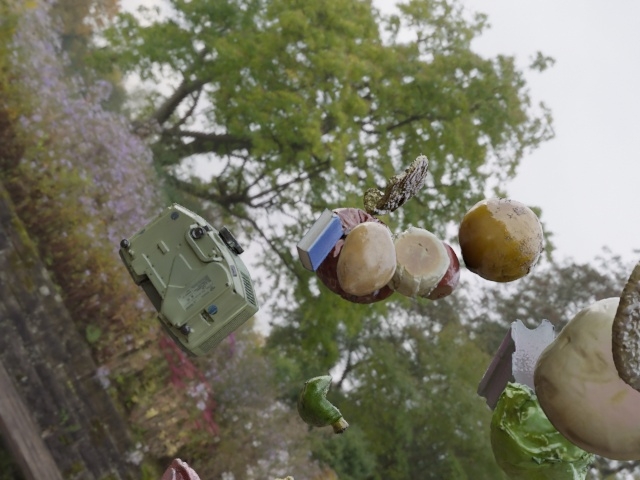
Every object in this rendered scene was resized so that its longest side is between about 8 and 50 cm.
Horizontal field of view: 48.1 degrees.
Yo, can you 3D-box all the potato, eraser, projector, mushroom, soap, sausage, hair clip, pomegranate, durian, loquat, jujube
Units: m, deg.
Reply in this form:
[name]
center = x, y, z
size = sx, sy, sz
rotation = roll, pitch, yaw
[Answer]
[potato]
center = 0.086, 0.035, 1.334
size = 0.112, 0.112, 0.147
rotation = 111, -7, -72
[eraser]
center = 0.000, 0.000, 1.136
size = 0.027, 0.085, 0.063
rotation = 26, -25, 26
[projector]
center = -0.231, 0.054, 1.293
size = 0.269, 0.193, 0.088
rotation = 49, -4, 29
[mushroom]
center = 0.653, 0.299, 1.612
size = 0.353, 0.325, 0.353
rotation = 7, 90, -90
[soap]
center = 0.628, 0.429, 2.152
size = 0.258, 0.159, 0.302
rotation = -106, -153, -55
[sausage]
center = 0.297, 0.075, 1.912
size = 0.152, 0.152, 0.280
rotation = 58, 3, 20
[hair clip]
center = -0.210, 0.431, 1.140
size = 0.102, 0.123, 0.138
rotation = 31, 31, -24
[pomegranate]
center = -0.001, 0.465, 1.995
size = 0.143, 0.122, 0.169
rotation = 152, -78, -76
[durian]
center = 0.562, 0.536, 1.833
size = 0.255, 0.204, 0.340
rotation = 16, -44, 23
[loquat]
center = 0.484, 0.001, 1.931
size = 0.235, 0.235, 0.235
rotation = 57, -15, 24
[jujube]
center = 0.086, 0.043, 1.739
size = 0.232, 0.213, 0.213
rotation = 47, -21, 38

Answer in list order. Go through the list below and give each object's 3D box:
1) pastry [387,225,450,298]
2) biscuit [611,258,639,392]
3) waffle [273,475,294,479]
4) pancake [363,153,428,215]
[pastry]
center = 0.201, 0.046, 1.577
size = 0.166, 0.166, 0.088
rotation = 57, -24, 23
[biscuit]
center = 0.460, 0.138, 0.997
size = 0.032, 0.133, 0.250
rotation = 24, -35, 58
[waffle]
center = -0.076, 0.626, 1.519
size = 0.059, 0.237, 0.243
rotation = -38, -129, 47
[pancake]
center = 0.196, -0.131, 1.916
size = 0.056, 0.212, 0.257
rotation = 47, -11, 18
